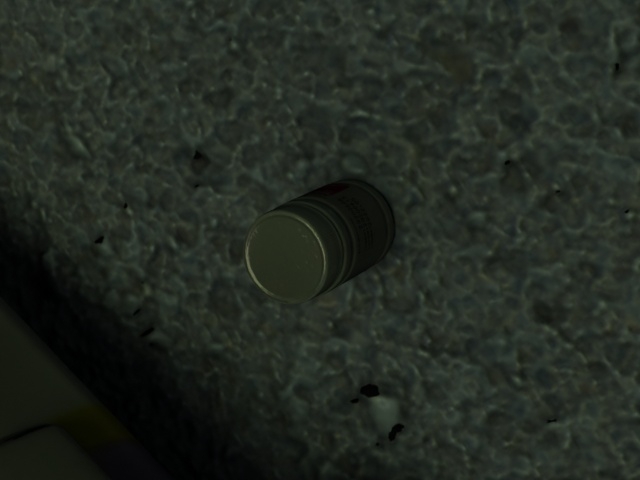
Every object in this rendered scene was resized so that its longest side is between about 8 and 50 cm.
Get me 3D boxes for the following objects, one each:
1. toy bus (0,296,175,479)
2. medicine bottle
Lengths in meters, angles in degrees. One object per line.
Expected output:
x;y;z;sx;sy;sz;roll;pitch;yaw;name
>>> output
-0.222;0.194;1.034;0.440;0.209;0.249;44;138;19;toy bus
0.000;0.000;0.984;0.058;0.091;0.058;8;107;26;medicine bottle
